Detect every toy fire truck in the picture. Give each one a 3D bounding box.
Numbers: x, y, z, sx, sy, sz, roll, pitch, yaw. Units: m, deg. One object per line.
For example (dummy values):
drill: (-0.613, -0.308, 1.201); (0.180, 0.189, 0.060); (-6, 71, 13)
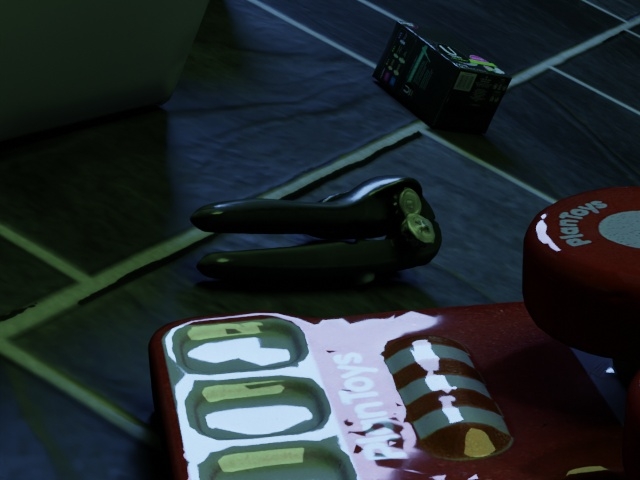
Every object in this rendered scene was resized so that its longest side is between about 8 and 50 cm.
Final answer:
toy fire truck: (0.067, 0.107, 0.649); (0.253, 0.169, 0.302); (-5, 27, -8)

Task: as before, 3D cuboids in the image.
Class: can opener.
can opener: (0.000, 0.000, 0.948); (0.186, 0.073, 0.059); (-10, 78, -51)

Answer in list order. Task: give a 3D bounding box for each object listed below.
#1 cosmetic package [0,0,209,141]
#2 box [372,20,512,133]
cosmetic package: (-0.192, -0.165, 0.923); (0.155, 0.197, 0.365); (29, 20, 15)
box: (0.093, -0.126, 1.325); (0.062, 0.052, 0.083); (5, 27, -42)
